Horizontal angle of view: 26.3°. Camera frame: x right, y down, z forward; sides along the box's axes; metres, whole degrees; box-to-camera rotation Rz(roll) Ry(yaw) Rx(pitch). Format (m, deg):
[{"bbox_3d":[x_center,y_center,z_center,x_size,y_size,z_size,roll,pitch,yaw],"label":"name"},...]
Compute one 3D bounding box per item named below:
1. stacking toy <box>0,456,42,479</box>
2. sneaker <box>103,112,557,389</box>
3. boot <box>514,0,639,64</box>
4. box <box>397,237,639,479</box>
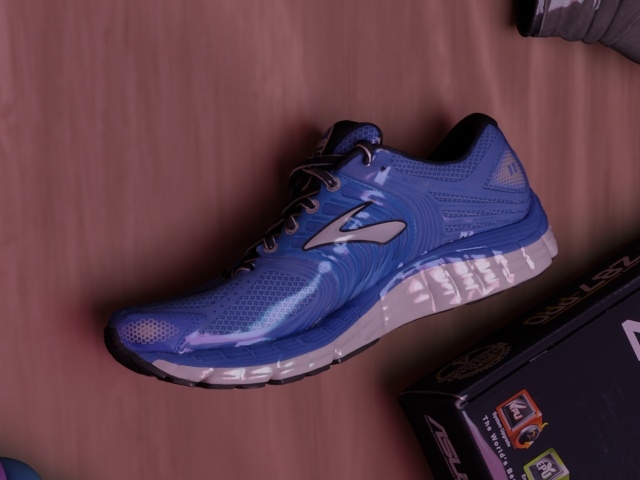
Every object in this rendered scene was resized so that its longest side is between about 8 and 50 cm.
[{"bbox_3d":[-0.161,0.231,0.902,0.330,0.141,0.141,32,88,-36],"label":"stacking toy"},{"bbox_3d":[0.000,0.000,0.934,0.330,0.130,0.147,-22,99,-24],"label":"sneaker"},{"bbox_3d":[0.243,-0.246,0.993,0.161,0.083,0.246,18,91,-12],"label":"boot"},{"bbox_3d":[0.277,0.214,1.062,0.318,0.097,0.394,-29,99,-26],"label":"box"}]
